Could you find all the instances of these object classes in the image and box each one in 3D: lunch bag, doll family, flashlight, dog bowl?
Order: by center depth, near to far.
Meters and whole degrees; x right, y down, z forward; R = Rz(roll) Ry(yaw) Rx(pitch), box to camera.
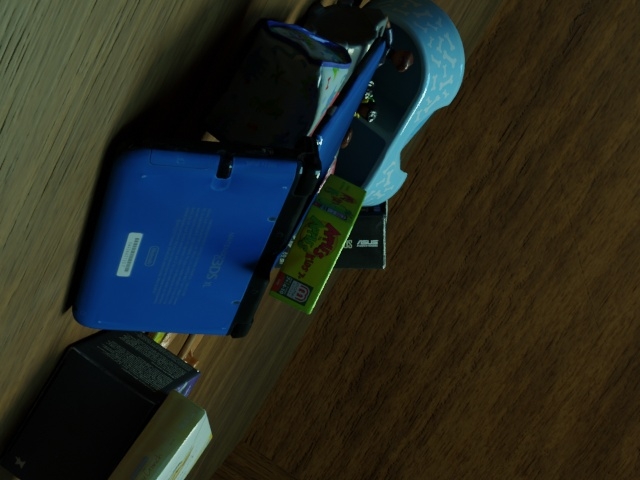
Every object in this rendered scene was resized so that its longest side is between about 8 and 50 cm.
[{"bbox_3d":[-0.034,-0.145,1.588,0.129,0.096,0.151,-57,164,15],"label":"lunch bag"},{"bbox_3d":[-0.015,-0.136,1.802,0.304,0.103,0.103,107,4,-50],"label":"flashlight"},{"bbox_3d":[0.033,-0.187,1.852,0.076,0.111,0.193,-53,173,-36],"label":"doll family"},{"bbox_3d":[0.056,-0.167,1.971,0.074,0.166,0.297,-24,150,-57],"label":"dog bowl"}]

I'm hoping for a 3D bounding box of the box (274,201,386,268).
[{"bbox_3d":[0.016,-0.031,2.130,0.180,0.147,0.078,-80,170,-67],"label":"box"}]

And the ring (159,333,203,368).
[{"bbox_3d":[-0.218,0.189,2.231,0.337,0.032,0.336,-56,174,-10],"label":"ring"}]

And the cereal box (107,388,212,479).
[{"bbox_3d":[-0.181,0.252,1.682,0.173,0.047,0.240,-55,175,-11],"label":"cereal box"}]

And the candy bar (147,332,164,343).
[{"bbox_3d":[-0.210,0.123,1.987,0.161,0.018,0.040,-58,171,17],"label":"candy bar"}]

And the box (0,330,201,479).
[{"bbox_3d":[-0.232,0.188,1.707,0.153,0.108,0.207,-57,175,10],"label":"box"}]

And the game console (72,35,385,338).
[{"bbox_3d":[-0.088,-0.052,1.468,0.293,0.250,0.173,116,-26,-53],"label":"game console"}]

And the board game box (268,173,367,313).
[{"bbox_3d":[0.000,0.000,1.501,0.092,0.043,0.181,-64,180,13],"label":"board game box"}]
